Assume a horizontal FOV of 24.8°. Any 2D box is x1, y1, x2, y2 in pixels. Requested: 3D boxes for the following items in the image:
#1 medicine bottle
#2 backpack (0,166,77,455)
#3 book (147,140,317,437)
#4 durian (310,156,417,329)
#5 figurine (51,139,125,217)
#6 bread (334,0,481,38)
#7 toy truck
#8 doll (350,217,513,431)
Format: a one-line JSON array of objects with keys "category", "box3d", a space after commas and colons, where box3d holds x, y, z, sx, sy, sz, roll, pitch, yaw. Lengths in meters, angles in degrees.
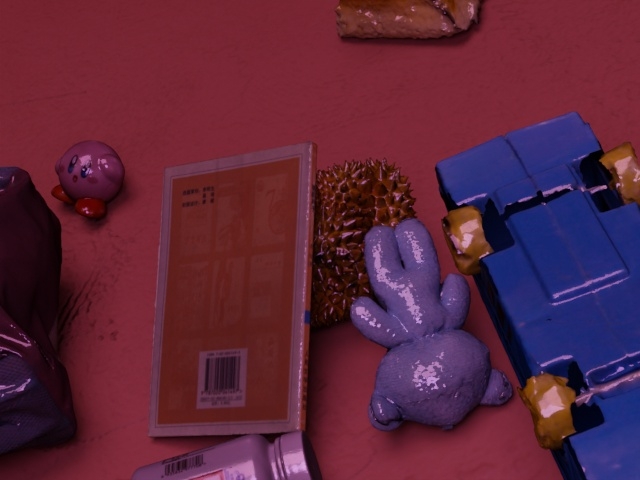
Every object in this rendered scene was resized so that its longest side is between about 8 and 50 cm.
[{"category": "medicine bottle", "box3d": [-0.071, 0.197, 1.135, 0.140, 0.079, 0.079, -17, 41, 6]}, {"category": "backpack", "box3d": [-0.384, 0.088, 1.297, 0.317, 0.197, 0.283, -18, 43, 6]}, {"category": "book", "box3d": [-0.075, 0.044, 1.228, 0.170, 0.018, 0.242, -7, 74, 37]}, {"category": "durian", "box3d": [0.000, 0.000, 1.282, 0.158, 0.137, 0.168, 1, 59, 39]}, {"category": "figurine", "box3d": [-0.239, -0.069, 1.501, 0.083, 0.071, 0.067, 22, 15, 30]}, {"category": "bread", "box3d": [0.084, -0.305, 1.543, 0.169, 0.160, 0.140, 5, 48, 28]}, {"category": "toy truck", "box3d": [0.209, 0.068, 1.089, 0.161, 0.162, 0.385, -22, 42, 1]}, {"category": "doll", "box3d": [0.079, 0.073, 1.194, 0.120, 0.075, 0.180, -12, 58, -8]}]
